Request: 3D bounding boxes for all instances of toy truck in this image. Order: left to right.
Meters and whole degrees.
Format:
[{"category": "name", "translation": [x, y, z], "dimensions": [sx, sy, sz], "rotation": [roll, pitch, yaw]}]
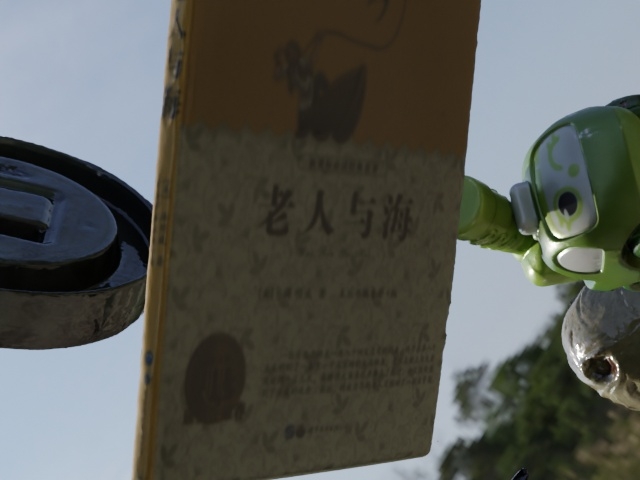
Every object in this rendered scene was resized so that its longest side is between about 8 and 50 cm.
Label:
[{"category": "toy truck", "translation": [0.219, -0.025, 1.332], "dimensions": [0.211, 0.148, 0.187], "rotation": [-17, -22, 17]}]

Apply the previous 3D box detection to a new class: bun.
[{"category": "bun", "translation": [0.343, 0.114, 1.706], "dimensions": [0.113, 0.166, 0.173], "rotation": [-33, 4, -39]}]

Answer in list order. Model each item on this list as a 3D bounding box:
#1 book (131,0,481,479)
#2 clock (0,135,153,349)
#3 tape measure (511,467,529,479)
[{"category": "book", "translation": [0.002, -0.052, 0.892], "dimensions": [0.269, 0.032, 0.388], "rotation": [1, -85, -52]}, {"category": "clock", "translation": [-0.299, -0.008, 1.401], "dimensions": [0.319, 0.319, 0.066], "rotation": [-35, -34, -60]}, {"category": "tape measure", "translation": [0.136, 0.316, 0.799], "dimensions": [0.098, 0.215, 0.351], "rotation": [8, -79, -56]}]
